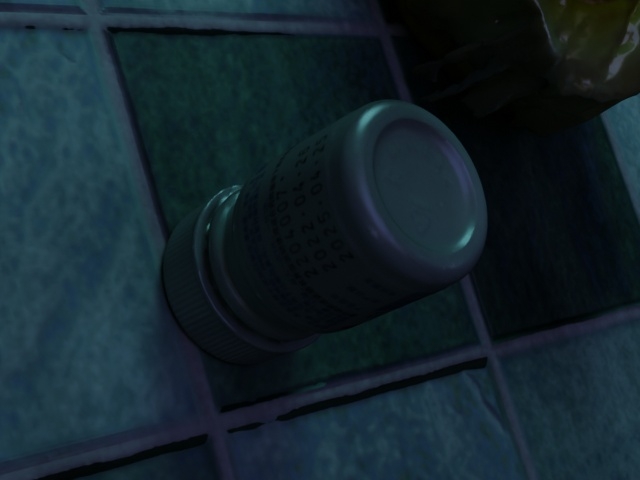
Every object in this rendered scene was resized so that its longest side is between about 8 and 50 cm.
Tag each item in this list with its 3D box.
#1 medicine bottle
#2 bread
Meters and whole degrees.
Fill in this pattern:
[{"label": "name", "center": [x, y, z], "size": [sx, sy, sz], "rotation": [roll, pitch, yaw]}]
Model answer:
[{"label": "medicine bottle", "center": [0.000, 0.000, 0.644], "size": [0.105, 0.168, 0.105], "rotation": [19, 60, -35]}, {"label": "bread", "center": [0.138, -0.271, 0.907], "size": [0.236, 0.183, 0.388], "rotation": [-15, 88, -28]}]
